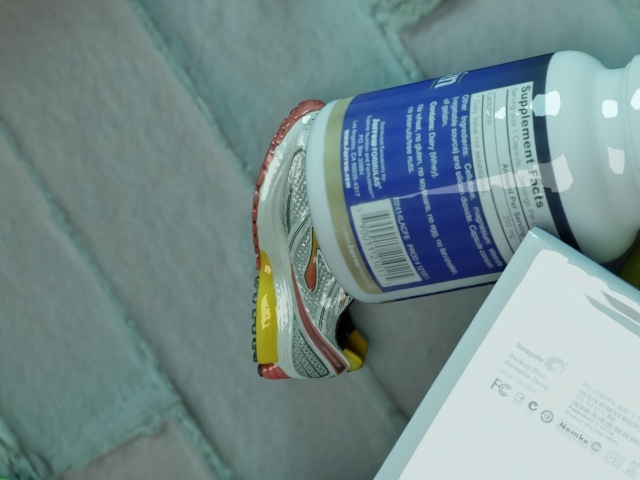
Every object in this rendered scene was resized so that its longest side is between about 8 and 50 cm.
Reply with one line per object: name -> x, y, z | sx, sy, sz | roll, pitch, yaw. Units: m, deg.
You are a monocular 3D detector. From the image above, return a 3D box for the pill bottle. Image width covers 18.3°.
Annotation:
pill bottle -> 0.136, -0.048, 1.389 | 0.265, 0.153, 0.153 | -10, 103, 22

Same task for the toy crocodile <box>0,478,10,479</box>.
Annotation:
toy crocodile -> -0.397, 0.241, 1.695 | 0.341, 0.105, 0.115 | 1, 107, 20

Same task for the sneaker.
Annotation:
sneaker -> 0.000, 0.000, 1.499 | 0.093, 0.088, 0.225 | 4, 115, 10

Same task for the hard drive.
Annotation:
hard drive -> 0.146, 0.180, 1.316 | 0.210, 0.040, 0.318 | 33, 104, 9

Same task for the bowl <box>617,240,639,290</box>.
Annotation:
bowl -> 0.321, 0.108, 1.365 | 0.290, 0.156, 0.289 | 5, 105, 18
